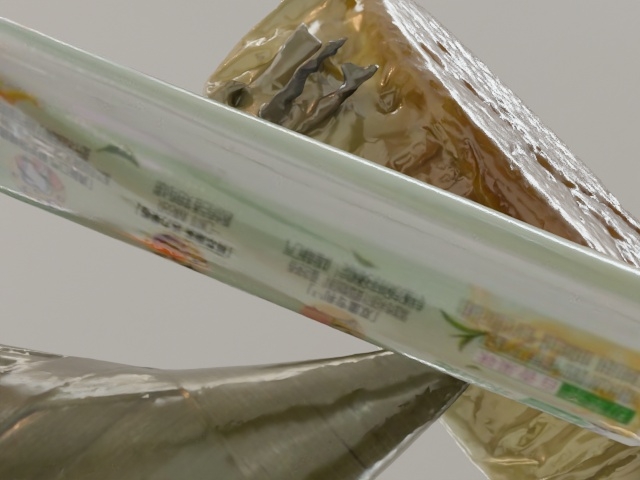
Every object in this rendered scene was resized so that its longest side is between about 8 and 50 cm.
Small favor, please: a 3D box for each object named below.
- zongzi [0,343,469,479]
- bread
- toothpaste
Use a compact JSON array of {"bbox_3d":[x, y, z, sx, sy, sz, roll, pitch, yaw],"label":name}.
[{"bbox_3d":[-0.109,0.063,0.513,0.260,0.123,0.289,43,-79,21],"label":"zongzi"},{"bbox_3d":[0.101,-0.001,0.767,0.183,0.236,0.389,-40,-87,7],"label":"bread"},{"bbox_3d":[0.000,0.000,0.363,0.314,0.056,0.058,22,-81,0],"label":"toothpaste"}]
